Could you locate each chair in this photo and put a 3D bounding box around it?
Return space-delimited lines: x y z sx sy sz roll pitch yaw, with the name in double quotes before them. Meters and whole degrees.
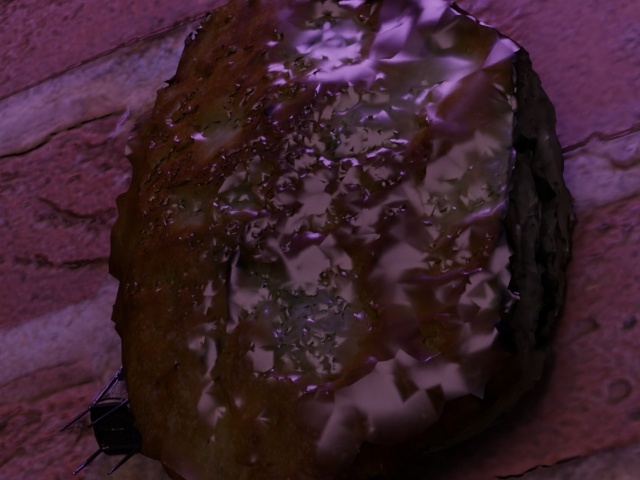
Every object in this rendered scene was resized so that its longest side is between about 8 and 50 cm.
"chair" -0.127 0.113 1.129 0.037 0.042 0.086 -5 24 31

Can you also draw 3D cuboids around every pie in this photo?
"pie" 0.000 0.000 1.065 0.288 0.103 0.355 -12 60 28
